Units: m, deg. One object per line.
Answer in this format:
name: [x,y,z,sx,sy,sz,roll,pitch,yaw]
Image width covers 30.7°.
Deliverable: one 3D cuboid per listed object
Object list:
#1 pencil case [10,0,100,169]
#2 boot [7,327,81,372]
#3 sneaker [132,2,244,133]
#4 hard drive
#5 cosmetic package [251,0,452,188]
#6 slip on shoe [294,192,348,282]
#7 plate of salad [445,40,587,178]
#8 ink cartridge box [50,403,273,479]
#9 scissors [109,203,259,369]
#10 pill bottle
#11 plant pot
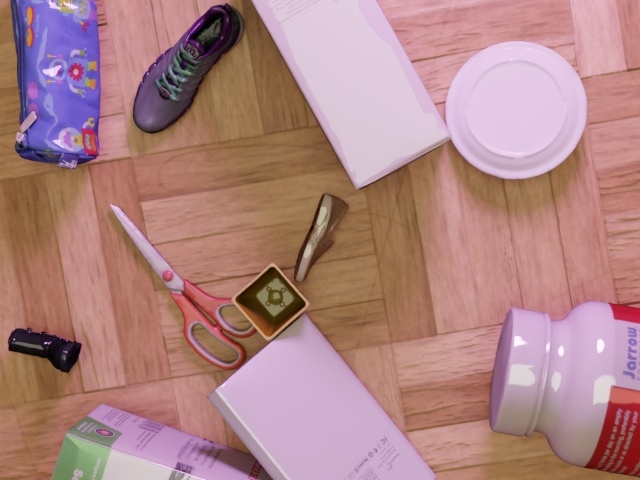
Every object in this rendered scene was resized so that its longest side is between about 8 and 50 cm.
pencil case: [-0.381,-0.252,1.664,0.119,0.133,0.306,0,92,36]
boot: [-0.403,0.155,1.688,0.099,0.121,0.045,14,91,-4]
sneaker: [-0.200,-0.252,1.668,0.083,0.098,0.224,37,93,1]
hard drive: [0.007,0.279,1.648,0.307,0.040,0.203,51,50,0]
cosmetic package: [0.029,-0.261,1.609,0.155,0.197,0.366,-28,89,4]
slip on shoe: [0.000,0.000,1.696,0.041,0.051,0.135,21,87,-10]
plate of salad: [0.279,-0.185,1.672,0.199,0.048,0.200,-1,84,9]
ink cartridge box: [-0.213,0.345,1.636,0.289,0.211,0.122,18,93,2]
scissors: [-0.219,0.073,1.721,0.297,0.021,0.109,36,95,0]
pill bottle: [0.446,0.208,1.587,0.407,0.229,0.229,9,93,2]
plant pot: [-0.069,0.085,1.682,0.081,0.083,0.081,-41,90,3]
